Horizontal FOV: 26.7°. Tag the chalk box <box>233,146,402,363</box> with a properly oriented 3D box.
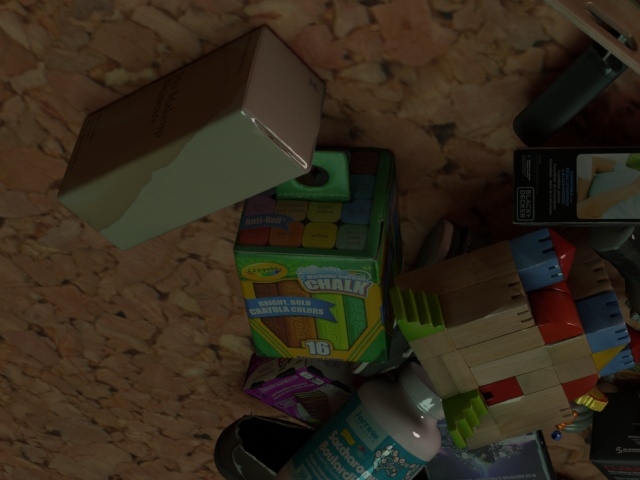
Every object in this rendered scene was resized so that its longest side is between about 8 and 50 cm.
[{"bbox_3d":[0.000,0.000,1.685,0.180,0.179,0.289,3,142,10],"label":"chalk box"}]

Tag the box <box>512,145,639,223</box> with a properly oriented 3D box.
[{"bbox_3d":[0.370,-0.059,1.528,0.290,0.087,0.169,1,180,15],"label":"box"}]

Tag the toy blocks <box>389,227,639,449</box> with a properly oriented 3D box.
[{"bbox_3d":[0.261,0.118,1.660,0.261,0.190,0.381,-19,141,11],"label":"toy blocks"}]

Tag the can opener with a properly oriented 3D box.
[{"bbox_3d":[0.296,-0.206,1.451,0.093,0.074,0.280,47,139,10],"label":"can opener"}]

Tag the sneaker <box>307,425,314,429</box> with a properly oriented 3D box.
[{"bbox_3d":[0.063,0.337,2.180,0.192,0.086,0.064,-7,140,22],"label":"sneaker"}]

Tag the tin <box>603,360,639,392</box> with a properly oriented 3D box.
[{"bbox_3d":[0.482,0.190,1.929,0.190,0.040,0.106,33,142,-26],"label":"tin"}]

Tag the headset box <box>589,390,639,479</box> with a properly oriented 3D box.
[{"bbox_3d":[0.529,0.306,1.947,0.218,0.110,0.293,-4,152,29],"label":"headset box"}]

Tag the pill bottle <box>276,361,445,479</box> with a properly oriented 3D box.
[{"bbox_3d":[0.071,0.297,1.927,0.146,0.146,0.264,37,100,-30],"label":"pill bottle"}]

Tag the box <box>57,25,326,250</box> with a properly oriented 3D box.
[{"bbox_3d":[-0.153,-0.115,1.605,0.311,0.148,0.121,-22,131,34],"label":"box"}]

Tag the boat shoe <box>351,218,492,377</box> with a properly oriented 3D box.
[{"bbox_3d":[0.139,0.101,1.838,0.095,0.112,0.335,23,138,-8],"label":"boat shoe"}]

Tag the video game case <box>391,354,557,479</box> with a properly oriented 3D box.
[{"bbox_3d":[0.218,0.252,1.964,0.196,0.026,0.274,-10,107,30],"label":"video game case"}]

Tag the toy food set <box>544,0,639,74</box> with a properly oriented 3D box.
[{"bbox_3d":[0.368,-0.290,1.236,0.220,0.092,0.306,31,120,-25],"label":"toy food set"}]

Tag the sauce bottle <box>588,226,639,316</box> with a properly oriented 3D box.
[{"bbox_3d":[0.465,0.076,1.727,0.111,0.111,0.344,-23,129,36],"label":"sauce bottle"}]

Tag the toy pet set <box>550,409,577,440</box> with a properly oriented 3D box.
[{"bbox_3d":[0.315,0.204,1.922,0.065,0.122,0.114,8,124,-42],"label":"toy pet set"}]

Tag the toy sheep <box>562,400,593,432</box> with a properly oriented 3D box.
[{"bbox_3d":[0.367,0.239,1.982,0.091,0.091,0.132,3,146,10],"label":"toy sheep"}]

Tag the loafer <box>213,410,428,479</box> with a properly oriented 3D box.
[{"bbox_3d":[0.012,0.359,2.062,0.366,0.133,0.130,14,152,2],"label":"loafer"}]

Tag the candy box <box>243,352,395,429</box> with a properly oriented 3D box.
[{"bbox_3d":[0.023,0.231,2.051,0.233,0.071,0.159,30,145,-27],"label":"candy box"}]

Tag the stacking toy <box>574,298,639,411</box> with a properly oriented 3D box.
[{"bbox_3d":[0.325,0.125,1.816,0.221,0.052,0.167,22,115,-12],"label":"stacking toy"}]

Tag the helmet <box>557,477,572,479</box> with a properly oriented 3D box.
[{"bbox_3d":[0.373,0.487,2.235,0.169,0.161,0.169,7,142,5],"label":"helmet"}]
